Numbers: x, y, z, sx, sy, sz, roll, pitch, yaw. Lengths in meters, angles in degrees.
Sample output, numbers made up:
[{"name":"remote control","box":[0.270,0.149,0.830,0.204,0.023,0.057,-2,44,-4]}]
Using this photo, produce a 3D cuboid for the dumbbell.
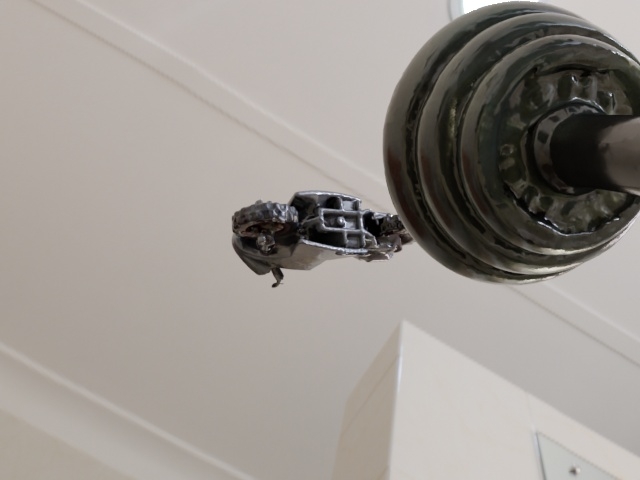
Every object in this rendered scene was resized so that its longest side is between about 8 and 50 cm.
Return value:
[{"name":"dumbbell","box":[0.161,-0.038,0.418,0.179,0.406,0.179,-3,-81,-17]}]

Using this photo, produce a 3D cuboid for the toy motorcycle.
[{"name":"toy motorcycle","box":[0.000,0.000,0.943,0.215,0.122,0.080,4,-111,-28]}]
